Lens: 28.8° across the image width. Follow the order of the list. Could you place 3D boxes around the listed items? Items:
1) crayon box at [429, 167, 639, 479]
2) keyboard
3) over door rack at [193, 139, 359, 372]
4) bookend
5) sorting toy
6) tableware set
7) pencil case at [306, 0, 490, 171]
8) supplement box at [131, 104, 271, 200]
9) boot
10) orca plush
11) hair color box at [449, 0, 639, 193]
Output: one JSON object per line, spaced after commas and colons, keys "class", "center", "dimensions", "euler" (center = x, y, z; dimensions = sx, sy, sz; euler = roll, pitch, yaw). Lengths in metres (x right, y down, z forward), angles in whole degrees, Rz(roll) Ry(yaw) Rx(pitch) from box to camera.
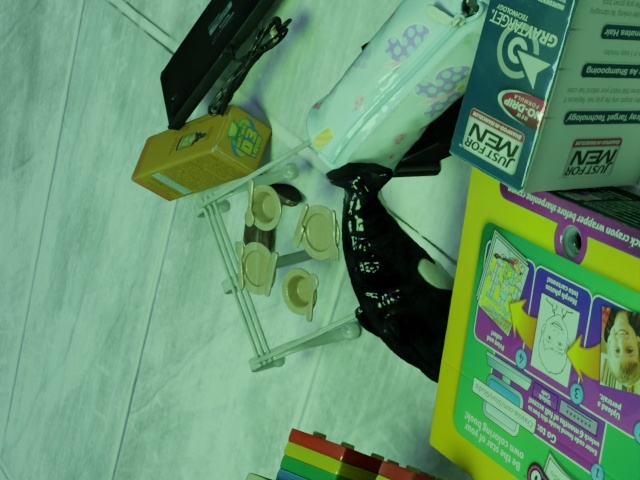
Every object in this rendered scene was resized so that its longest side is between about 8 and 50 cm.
{"class": "crayon box", "center": [0.254, 0.118, 1.151], "dimensions": [0.363, 0.106, 0.313], "euler": [33, 120, 59]}
{"class": "keyboard", "center": [-0.115, -0.264, 1.643], "dimensions": [0.317, 0.033, 0.201], "euler": [-49, 39, 33]}
{"class": "over door rack", "center": [0.000, 0.000, 1.505], "dimensions": [0.324, 0.108, 0.239], "euler": [-31, 76, 42]}
{"class": "bookend", "center": [0.132, -0.164, 1.352], "dimensions": [0.156, 0.072, 0.157], "euler": [-21, 77, 51]}
{"class": "sorting toy", "center": [0.097, 0.286, 1.317], "dimensions": [0.257, 0.255, 0.089], "euler": [9, 76, 50]}
{"class": "tableware set", "center": [-0.043, 0.012, 1.459], "dimensions": [0.169, 0.020, 0.141], "euler": [24, 112, 40]}
{"class": "pencil case", "center": [0.099, -0.174, 1.250], "dimensions": [0.273, 0.113, 0.124], "euler": [-46, 17, 39]}
{"class": "supplement box", "center": [-0.169, -0.118, 1.730], "dimensions": [0.233, 0.080, 0.078], "euler": [-14, 51, 55]}
{"class": "boot", "center": [-0.066, -0.022, 1.659], "dimensions": [0.106, 0.037, 0.114], "euler": [32, 120, 48]}
{"class": "orca plush", "center": [0.093, 0.056, 1.286], "dimensions": [0.151, 0.102, 0.287], "euler": [-6, 123, 15]}
{"class": "hair color box", "center": [0.247, -0.222, 1.112], "dimensions": [0.105, 0.174, 0.347], "euler": [35, 120, 44]}
